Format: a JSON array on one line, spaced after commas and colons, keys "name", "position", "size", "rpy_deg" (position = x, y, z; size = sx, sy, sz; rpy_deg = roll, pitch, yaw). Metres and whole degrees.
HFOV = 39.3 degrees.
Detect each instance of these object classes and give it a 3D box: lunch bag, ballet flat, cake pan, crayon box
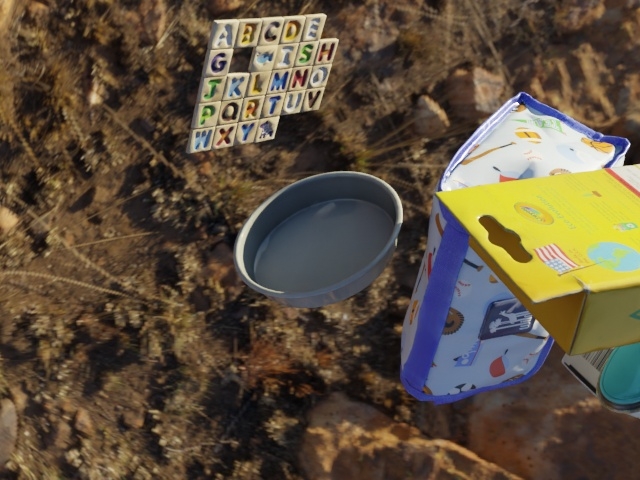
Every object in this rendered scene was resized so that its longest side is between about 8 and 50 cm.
[{"name": "lunch bag", "position": [0.259, 0.022, 1.295], "size": [0.239, 0.328, 0.385], "rpy_deg": [28, 39, 23]}, {"name": "ballet flat", "position": [0.549, 0.140, 1.352], "size": [0.123, 0.123, 0.348], "rpy_deg": [44, 78, -14]}, {"name": "cake pan", "position": [0.000, 0.000, 1.491], "size": [0.293, 0.293, 0.054], "rpy_deg": [-45, 134, -22]}, {"name": "crayon box", "position": [0.292, 0.009, 0.895], "size": [0.318, 0.202, 0.081], "rpy_deg": [-7, 124, -18]}]

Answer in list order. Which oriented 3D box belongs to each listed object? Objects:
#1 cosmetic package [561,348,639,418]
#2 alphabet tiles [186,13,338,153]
[{"name": "cosmetic package", "position": [0.591, 0.237, 1.576], "size": [0.296, 0.153, 0.129], "rpy_deg": [21, 106, -29]}, {"name": "alphabet tiles", "position": [-0.075, -0.224, 1.270], "size": [0.237, 0.198, 0.009], "rpy_deg": [-16, 45, -41]}]
